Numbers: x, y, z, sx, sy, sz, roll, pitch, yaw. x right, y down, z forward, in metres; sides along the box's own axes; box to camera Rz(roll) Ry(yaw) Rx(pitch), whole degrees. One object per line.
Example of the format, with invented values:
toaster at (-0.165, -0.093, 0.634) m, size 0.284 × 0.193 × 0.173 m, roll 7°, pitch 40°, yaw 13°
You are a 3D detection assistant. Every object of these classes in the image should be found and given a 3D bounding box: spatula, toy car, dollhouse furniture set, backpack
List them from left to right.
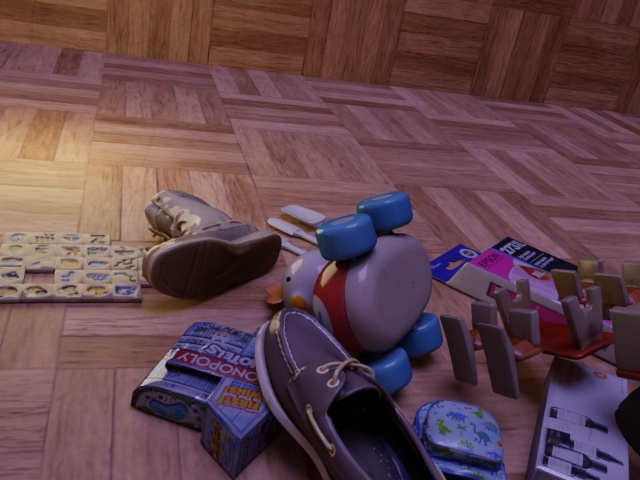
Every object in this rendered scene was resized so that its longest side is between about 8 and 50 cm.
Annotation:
spatula at (0.000, 0.000, 1.205) m, size 0.242 × 0.019 × 0.168 m, roll 24°, pitch 28°, yaw 26°
toy car at (0.013, 0.072, 0.919) m, size 0.238 × 0.219 × 0.210 m, roll -8°, pitch 14°, yaw 34°
backpack at (0.146, 0.222, 0.729) m, size 0.105 × 0.084 × 0.114 m, roll 13°, pitch 23°, yaw 0°
dollhouse furniture set at (0.328, 0.127, 0.834) m, size 0.262 × 0.135 × 0.259 m, roll -18°, pitch 9°, yaw -26°

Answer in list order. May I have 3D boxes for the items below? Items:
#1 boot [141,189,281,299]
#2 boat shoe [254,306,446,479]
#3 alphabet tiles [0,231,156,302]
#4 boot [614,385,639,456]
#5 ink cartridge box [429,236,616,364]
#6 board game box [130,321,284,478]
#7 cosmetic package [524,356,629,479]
boot at (-0.211, -0.004, 1.033) m, size 0.203 × 0.095 × 0.262 m, roll 27°, pitch 24°, yaw 29°
boat shoe at (0.030, 0.179, 0.675) m, size 0.117 × 0.096 × 0.324 m, roll 3°, pitch 40°, yaw -34°
alphabet tiles at (-0.352, 0.037, 1.005) m, size 0.237 × 0.009 × 0.198 m, roll 2°, pitch 27°, yaw -19°
boot at (0.355, 0.244, 0.379) m, size 0.146 × 0.367 × 0.445 m, roll -30°, pitch 59°, yaw 7°
ink cartridge box at (0.367, 0.078, 1.143) m, size 0.371 × 0.069 × 0.176 m, roll 24°, pitch 28°, yaw 30°
board game box at (-0.104, 0.169, 0.769) m, size 0.194 × 0.060 × 0.194 m, roll 15°, pitch 25°, yaw 10°
cosmetic package at (0.308, 0.231, 0.801) m, size 0.099 × 0.060 × 0.239 m, roll 19°, pitch 27°, yaw 15°
